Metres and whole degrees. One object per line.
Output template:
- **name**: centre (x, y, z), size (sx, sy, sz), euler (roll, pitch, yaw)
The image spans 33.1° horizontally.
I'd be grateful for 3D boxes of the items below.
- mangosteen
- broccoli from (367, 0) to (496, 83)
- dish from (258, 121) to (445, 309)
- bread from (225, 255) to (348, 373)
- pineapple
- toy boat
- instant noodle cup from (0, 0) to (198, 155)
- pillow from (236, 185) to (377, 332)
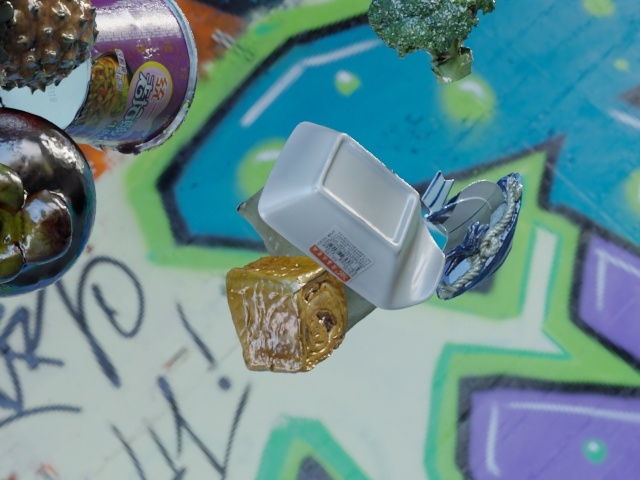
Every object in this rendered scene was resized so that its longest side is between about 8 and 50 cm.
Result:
- **mangosteen**: centre (-0.464, -0.053, 1.598), size (0.297, 0.313, 0.297), euler (-9, -77, -47)
- **broccoli**: centre (0.211, -0.416, 1.996), size (0.270, 0.270, 0.270), euler (-41, -52, -27)
- **dish**: centre (0.055, -0.028, 1.191), size (0.064, 0.234, 0.154), euler (-31, 28, 46)
- **bread**: centre (-0.050, 0.105, 1.590), size (0.143, 0.158, 0.149), euler (-4, 7, 30)
- **pineapple**: centre (-0.344, -0.205, 1.035), size (0.170, 0.141, 0.310), euler (-36, -2, 21)
- **toy boat**: centre (0.206, -0.003, 1.582), size (0.291, 0.070, 0.210), euler (-7, -60, -54)
- **instant noodle cup**: centre (-0.426, -0.307, 1.930), size (0.340, 0.340, 0.266), euler (-50, -13, 24)
- **pillow**: centre (0.000, 0.000, 1.754), size (0.185, 0.302, 0.075), euler (-40, -19, 15)
